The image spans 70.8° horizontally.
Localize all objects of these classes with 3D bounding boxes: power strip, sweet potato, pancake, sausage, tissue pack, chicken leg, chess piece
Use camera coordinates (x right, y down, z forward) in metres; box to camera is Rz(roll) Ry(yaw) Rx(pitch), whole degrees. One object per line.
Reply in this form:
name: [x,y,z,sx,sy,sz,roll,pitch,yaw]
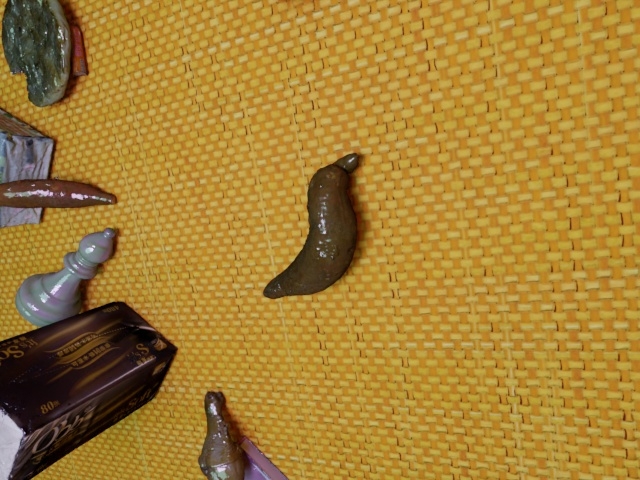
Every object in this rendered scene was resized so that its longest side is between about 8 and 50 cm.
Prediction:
power strip: [-0.104,0.546,0.956,0.279,0.037,0.109,41,112,12]
sweet potato: [0.003,0.000,0.768,0.124,0.098,0.310,40,117,35]
pancake: [-0.607,-0.416,0.968,0.253,0.037,0.254,8,105,31]
sweet potato: [-0.609,-0.104,0.971,0.314,0.066,0.072,1,101,-16]
sausage: [-0.515,-0.405,0.948,0.031,0.031,0.107,2,101,23]
tissue pack: [-0.507,0.290,0.899,0.210,0.370,0.198,38,112,12]
chicken leg: [-0.214,0.410,0.935,0.085,0.069,0.198,-27,62,18]
tissue pack: [-0.792,-0.198,1.061,0.310,0.128,0.228,29,111,17]
chess piece: [-0.552,0.068,1.023,0.271,0.139,0.139,-43,82,13]
